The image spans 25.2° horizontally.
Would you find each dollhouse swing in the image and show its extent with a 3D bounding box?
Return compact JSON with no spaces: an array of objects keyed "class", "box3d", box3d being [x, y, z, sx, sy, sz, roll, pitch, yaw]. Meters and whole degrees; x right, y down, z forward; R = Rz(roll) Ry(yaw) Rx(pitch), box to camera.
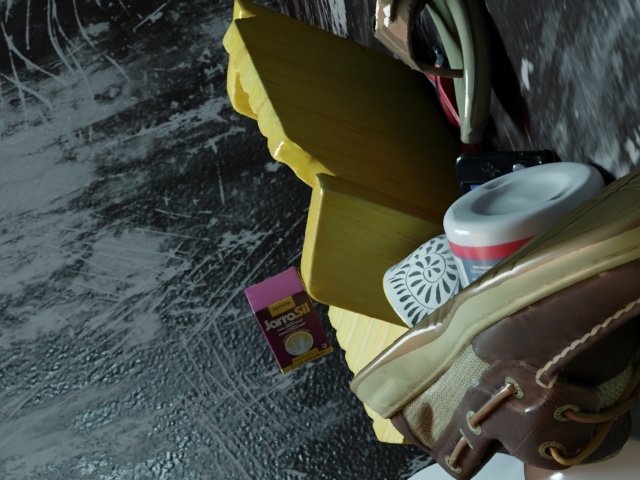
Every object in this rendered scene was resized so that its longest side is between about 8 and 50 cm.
[{"class":"dollhouse swing","box3d":[0.000,0.000,1.455,0.305,0.315,0.347,-57,34,26]}]

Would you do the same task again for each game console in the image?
[{"class":"game console","box3d":[0.156,-0.001,1.059,0.122,0.107,0.071,72,-155,-43]}]

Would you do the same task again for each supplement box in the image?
[{"class":"supplement box","box3d":[-0.029,0.075,1.344,0.043,0.055,0.083,-116,1,-55]}]

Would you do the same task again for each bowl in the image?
[{"class":"bowl","box3d":[0.144,0.041,1.193,0.080,0.170,0.170,-61,28,23]}]

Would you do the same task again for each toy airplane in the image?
[{"class":"toy airplane","box3d":[0.127,-0.107,1.293,0.151,0.028,0.151,160,90,-89]}]

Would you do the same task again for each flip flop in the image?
[{"class":"flip flop","box3d":[0.071,-0.200,1.136,0.112,0.080,0.277,84,165,-82]}]

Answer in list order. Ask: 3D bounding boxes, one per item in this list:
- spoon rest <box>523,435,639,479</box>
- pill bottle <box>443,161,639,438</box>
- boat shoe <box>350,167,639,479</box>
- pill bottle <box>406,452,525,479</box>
[{"class":"spoon rest","box3d":[0.202,0.168,0.827,0.137,0.084,0.276,57,168,-11]},{"class":"pill bottle","box3d":[0.158,0.049,0.943,0.108,0.108,0.180,-118,7,-73]},{"class":"boat shoe","box3d":[0.133,0.064,0.791,0.123,0.123,0.342,54,147,5]},{"class":"pill bottle","box3d":[0.220,0.466,1.680,0.229,0.229,0.408,-117,7,-71]}]
